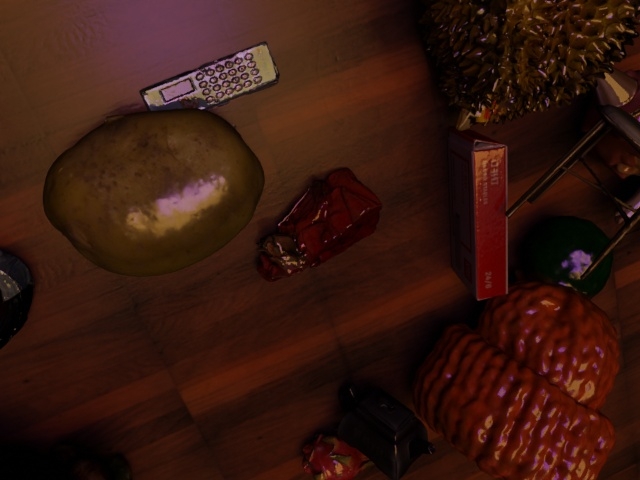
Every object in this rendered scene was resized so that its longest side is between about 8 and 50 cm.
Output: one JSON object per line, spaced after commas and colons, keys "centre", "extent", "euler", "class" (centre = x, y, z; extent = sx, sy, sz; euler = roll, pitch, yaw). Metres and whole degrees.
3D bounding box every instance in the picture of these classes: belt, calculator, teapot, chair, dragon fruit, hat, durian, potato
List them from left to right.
{"centre": [-0.417, 0.076, 0.687], "extent": [0.105, 0.058, 0.140], "euler": [26, 103, -16], "class": "belt"}
{"centre": [-0.191, -0.059, 0.655], "extent": [0.228, 0.148, 0.197], "euler": [-41, 101, -8], "class": "potato"}
{"centre": [-0.135, -0.194, 0.700], "extent": [0.172, 0.018, 0.057], "euler": [-23, 111, -6], "class": "calculator"}
{"centre": [-0.012, -0.016, 0.781], "extent": [0.192, 0.122, 0.092], "euler": [-38, 75, 2], "class": "dragon fruit"}
{"centre": [0.031, 0.351, 0.897], "extent": [0.116, 0.081, 0.086], "euler": [13, 93, -19], "class": "dragon fruit"}
{"centre": [0.097, 0.276, 0.846], "extent": [0.087, 0.177, 0.096], "euler": [-31, 136, -36], "class": "teapot"}
{"centre": [0.243, -0.276, 0.672], "extent": [0.258, 0.258, 0.293], "euler": [-23, 128, -8], "class": "durian"}
{"centre": [0.347, 0.175, 0.850], "extent": [0.285, 0.285, 0.400], "euler": [43, 81, -24], "class": "hat"}
{"centre": [0.399, -0.118, 0.683], "extent": [0.170, 0.160, 0.325], "euler": [-17, 150, -54], "class": "chair"}

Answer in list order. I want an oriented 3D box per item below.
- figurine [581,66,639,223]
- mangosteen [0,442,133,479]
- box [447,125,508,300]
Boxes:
{"centre": [0.496, -0.143, 0.820], "extent": [0.207, 0.166, 0.387], "euler": [-41, 115, -3], "class": "figurine"}
{"centre": [-0.390, 0.386, 0.673], "extent": [0.313, 0.297, 0.297], "euler": [-25, 113, -3], "class": "mangosteen"}
{"centre": [0.223, -0.043, 0.797], "extent": [0.050, 0.123, 0.229], "euler": [-8, 111, -3], "class": "box"}
